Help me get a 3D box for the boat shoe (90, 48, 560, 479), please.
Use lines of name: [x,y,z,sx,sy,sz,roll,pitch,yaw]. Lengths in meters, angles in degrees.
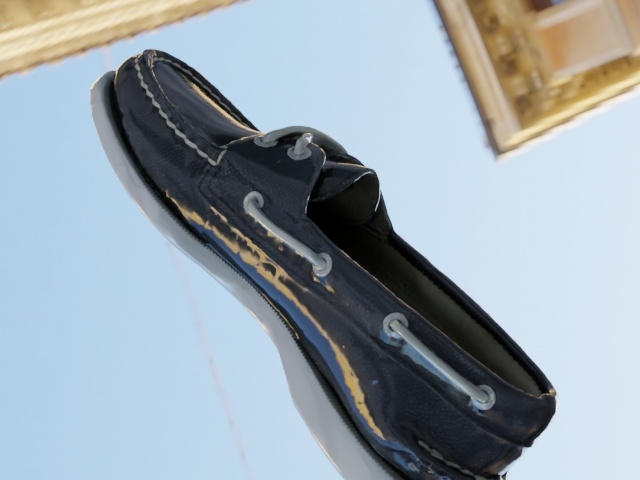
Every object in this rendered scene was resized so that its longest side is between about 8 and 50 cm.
boat shoe: [0.000,0.000,0.783,0.302,0.091,0.114,49,-156,20]
